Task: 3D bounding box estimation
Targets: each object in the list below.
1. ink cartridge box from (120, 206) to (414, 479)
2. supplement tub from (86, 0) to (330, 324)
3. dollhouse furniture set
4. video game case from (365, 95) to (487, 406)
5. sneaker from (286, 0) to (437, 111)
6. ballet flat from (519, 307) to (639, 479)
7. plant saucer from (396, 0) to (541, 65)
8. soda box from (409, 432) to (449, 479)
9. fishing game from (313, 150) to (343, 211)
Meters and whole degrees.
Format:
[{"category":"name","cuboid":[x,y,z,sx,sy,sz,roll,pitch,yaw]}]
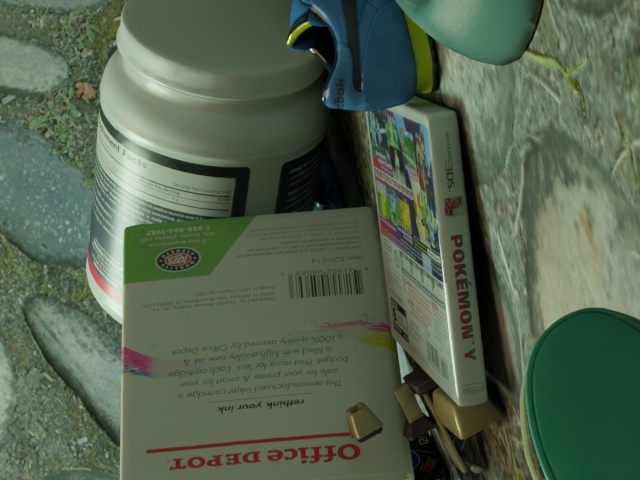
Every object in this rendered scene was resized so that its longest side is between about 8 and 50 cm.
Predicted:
[{"category":"ink cartridge box","cuboid":[-0.040,0.139,1.349,0.353,0.207,0.119,-95,1,-47]},{"category":"supplement tub","cuboid":[-0.095,-0.064,1.543,0.191,0.191,0.272,-113,27,-52]},{"category":"dollhouse furniture set","cuboid":[0.081,0.138,1.200,0.081,0.091,0.114,63,172,-13]},{"category":"video game case","cuboid":[0.067,-0.004,1.198,0.201,0.023,0.183,-134,36,-76]},{"category":"sneaker","cuboid":[0.010,-0.172,1.168,0.069,0.082,0.209,87,169,-59]},{"category":"ballet flat","cuboid":[0.147,0.123,0.706,0.248,0.086,0.086,-115,15,-54]},{"category":"plant saucer","cuboid":[0.046,-0.242,0.943,0.317,0.043,0.317,167,90,-81]},{"category":"soda box","cuboid":[0.075,0.237,1.448,0.060,0.053,0.169,-115,14,-56]},{"category":"fishing game","cuboid":[0.000,0.000,1.655,0.189,0.041,0.264,-129,27,-78]}]
